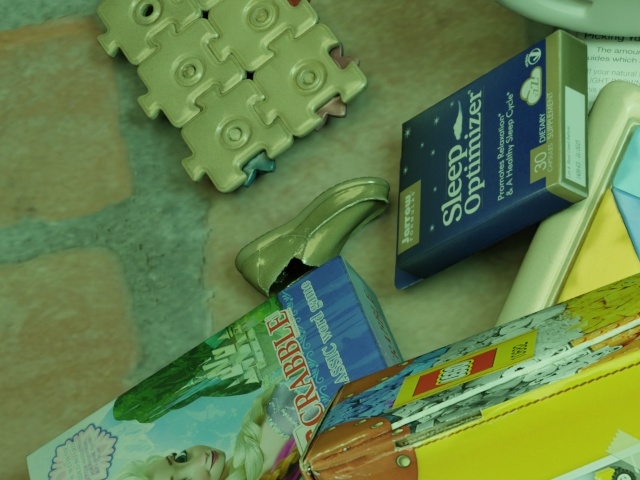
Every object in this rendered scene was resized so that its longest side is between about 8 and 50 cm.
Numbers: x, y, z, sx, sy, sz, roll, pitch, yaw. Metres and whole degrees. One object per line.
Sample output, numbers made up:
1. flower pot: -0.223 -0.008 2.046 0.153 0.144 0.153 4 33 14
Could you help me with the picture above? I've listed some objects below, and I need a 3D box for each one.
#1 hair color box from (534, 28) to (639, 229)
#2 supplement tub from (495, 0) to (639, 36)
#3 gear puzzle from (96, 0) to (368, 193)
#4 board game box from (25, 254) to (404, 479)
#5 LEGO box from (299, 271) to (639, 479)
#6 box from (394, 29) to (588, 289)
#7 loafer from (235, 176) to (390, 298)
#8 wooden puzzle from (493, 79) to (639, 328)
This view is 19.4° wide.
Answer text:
1. hair color box: 0.280 -0.163 1.492 0.174 0.105 0.347 6 74 19
2. supplement tub: 0.230 -0.338 1.381 0.235 0.235 0.324 1 72 18
3. gear puzzle: -0.103 -0.195 1.664 0.175 0.044 0.339 -38 62 4
4. board game box: -0.059 0.209 1.419 0.318 0.066 0.318 -34 42 9
5. LEGO box: 0.261 0.274 1.146 0.372 0.193 0.500 -21 96 12
6. box: 0.120 -0.057 1.468 0.225 0.036 0.136 -31 47 47
7. loafer: 0.000 0.000 1.556 0.148 0.056 0.050 -34 66 15
8. wooden puzzle: 0.267 0.017 1.357 0.239 0.044 0.221 23 86 22
